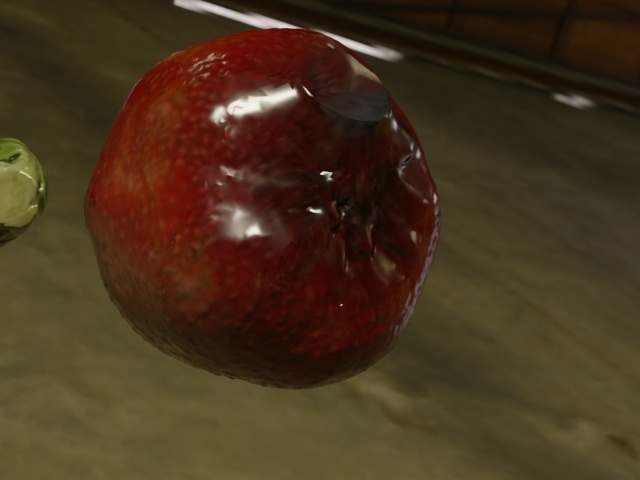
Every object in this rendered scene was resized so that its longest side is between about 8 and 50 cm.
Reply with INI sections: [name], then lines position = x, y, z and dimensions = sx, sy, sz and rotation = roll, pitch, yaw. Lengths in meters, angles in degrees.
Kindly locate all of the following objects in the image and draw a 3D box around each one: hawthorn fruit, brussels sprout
[hawthorn fruit]
position = -0.065, -0.022, 0.932
dimensions = 0.266, 0.230, 0.210
rotation = 2, 2, 33
[brussels sprout]
position = -0.413, -0.060, 1.745
dimensions = 0.180, 0.144, 0.161
rotation = 4, -8, 42
